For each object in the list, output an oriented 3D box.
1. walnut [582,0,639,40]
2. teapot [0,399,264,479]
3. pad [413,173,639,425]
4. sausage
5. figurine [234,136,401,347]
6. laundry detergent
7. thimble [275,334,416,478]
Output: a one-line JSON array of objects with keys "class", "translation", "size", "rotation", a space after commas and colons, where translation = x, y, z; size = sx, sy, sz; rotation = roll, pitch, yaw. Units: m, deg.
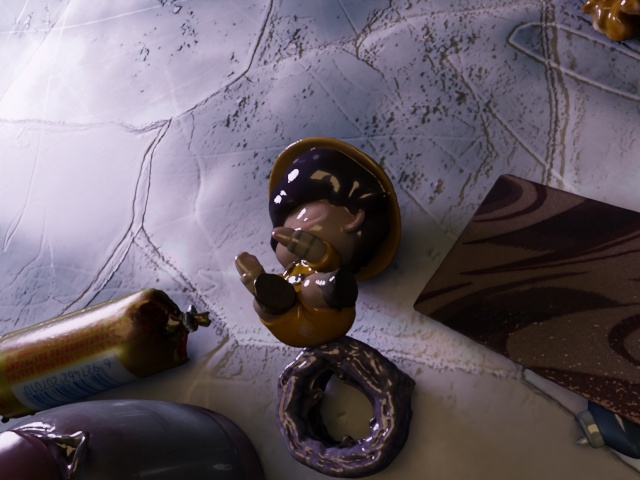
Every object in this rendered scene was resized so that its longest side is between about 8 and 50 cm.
[{"class": "walnut", "translation": [0.424, -0.343, 0.613], "size": [0.269, 0.222, 0.243], "rotation": [49, 122, 25]}, {"class": "teapot", "translation": [-0.250, 0.301, 0.531], "size": [0.233, 0.312, 0.315], "rotation": [38, 85, 31]}, {"class": "pad", "translation": [0.287, 0.052, 0.560], "size": [0.330, 0.004, 0.220], "rotation": [25, 72, 37]}, {"class": "sausage", "translation": [-0.296, 0.141, 0.725], "size": [0.318, 0.117, 0.125], "rotation": [-19, 78, 10]}, {"class": "figurine", "translation": [0.003, 0.003, 0.623], "size": [0.192, 0.167, 0.256], "rotation": [-20, 41, 37]}, {"class": "laundry detergent", "translation": [0.342, 0.148, 0.513], "size": [0.207, 0.061, 0.096], "rotation": [-26, 65, 10]}, {"class": "thimble", "translation": [0.029, 0.184, 0.595], "size": [0.150, 0.098, 0.149], "rotation": [-7, 67, 18]}]
